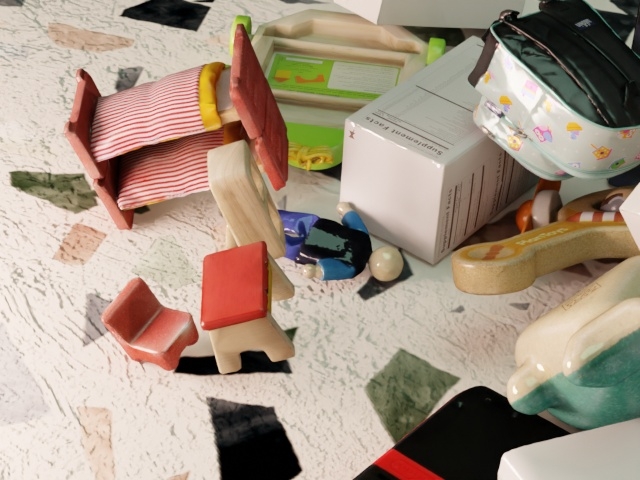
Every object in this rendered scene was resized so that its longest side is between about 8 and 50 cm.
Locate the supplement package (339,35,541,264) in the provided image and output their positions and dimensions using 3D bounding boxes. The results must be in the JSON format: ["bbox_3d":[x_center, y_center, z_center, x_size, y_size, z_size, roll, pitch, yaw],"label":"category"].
[{"bbox_3d":[0.148,-0.105,1.764,0.139,0.134,0.244,28,44,29],"label":"supplement package"}]

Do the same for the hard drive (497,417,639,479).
[{"bbox_3d":[0.310,0.264,1.304,0.203,0.040,0.307,-10,37,-24],"label":"hard drive"}]

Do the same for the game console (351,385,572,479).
[{"bbox_3d":[0.186,0.292,1.329,0.386,0.060,0.342,29,39,28],"label":"game console"}]

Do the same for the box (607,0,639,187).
[{"bbox_3d":[0.550,-0.176,1.751,0.395,0.294,0.212,17,41,19],"label":"box"}]

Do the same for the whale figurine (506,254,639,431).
[{"bbox_3d":[0.273,0.106,1.428,0.216,0.272,0.141,-34,87,3],"label":"whale figurine"}]

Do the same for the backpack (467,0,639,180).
[{"bbox_3d":[0.261,-0.144,1.633,0.165,0.144,0.188,-21,50,-40],"label":"backpack"}]

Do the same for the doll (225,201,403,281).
[{"bbox_3d":[0.000,0.000,1.691,0.189,0.046,0.129,16,41,18],"label":"doll"}]

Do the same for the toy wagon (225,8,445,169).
[{"bbox_3d":[0.004,-0.174,1.902,0.267,0.068,0.344,7,39,7],"label":"toy wagon"}]

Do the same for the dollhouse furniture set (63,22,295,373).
[{"bbox_3d":[-0.146,-0.036,1.602,0.201,0.152,0.374,-15,39,11],"label":"dollhouse furniture set"}]

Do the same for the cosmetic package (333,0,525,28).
[{"bbox_3d":[0.142,-0.312,2.034,0.239,0.060,0.099,-3,24,-36],"label":"cosmetic package"}]

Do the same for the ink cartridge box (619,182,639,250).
[{"bbox_3d":[0.437,-0.040,1.504,0.168,0.171,0.233,23,66,46],"label":"ink cartridge box"}]

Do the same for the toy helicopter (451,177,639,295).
[{"bbox_3d":[0.261,-0.010,1.639,0.355,0.140,0.235,-16,20,-38],"label":"toy helicopter"}]
